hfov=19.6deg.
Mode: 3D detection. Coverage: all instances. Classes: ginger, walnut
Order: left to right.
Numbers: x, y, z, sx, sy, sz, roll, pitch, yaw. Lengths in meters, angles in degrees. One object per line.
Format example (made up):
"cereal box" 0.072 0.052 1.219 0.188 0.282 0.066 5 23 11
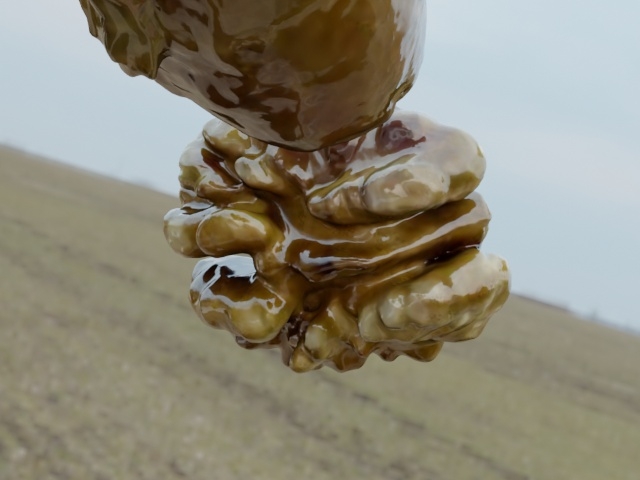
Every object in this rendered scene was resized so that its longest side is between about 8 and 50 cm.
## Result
"ginger" -0.036 -0.168 0.646 0.172 0.321 0.165 -14 39 -24
"walnut" 0.000 0.000 0.863 0.170 0.143 0.069 -8 19 29
